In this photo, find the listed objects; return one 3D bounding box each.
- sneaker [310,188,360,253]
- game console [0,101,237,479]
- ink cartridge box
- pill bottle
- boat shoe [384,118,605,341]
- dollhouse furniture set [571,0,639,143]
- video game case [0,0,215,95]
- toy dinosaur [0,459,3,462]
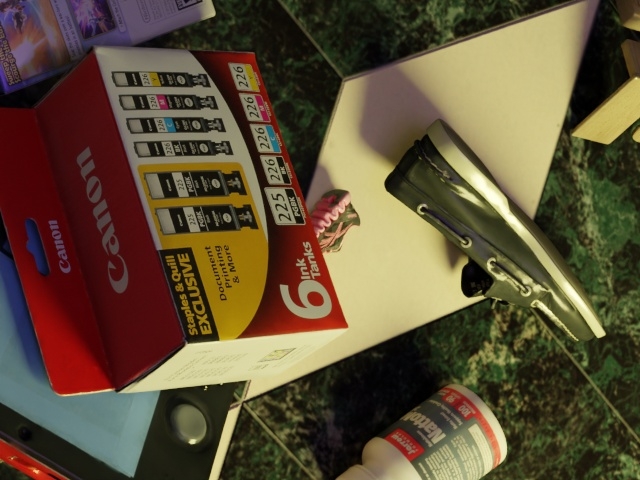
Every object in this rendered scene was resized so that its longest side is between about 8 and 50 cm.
[{"bbox_3d":[0.000,0.000,1.885,0.119,0.047,0.057,-45,124,-17],"label":"sneaker"},{"bbox_3d":[-0.242,0.065,1.635,0.386,0.060,0.342,35,49,-21],"label":"game console"},{"bbox_3d":[-0.153,-0.021,1.644,0.271,0.130,0.310,-4,67,-42],"label":"ink cartridge box"},{"bbox_3d":[0.109,0.250,1.923,0.180,0.108,0.108,-33,108,-23],"label":"pill bottle"},{"bbox_3d":[0.195,0.015,1.954,0.113,0.127,0.340,-38,122,10],"label":"boat shoe"},{"bbox_3d":[0.382,-0.207,2.082,0.144,0.123,0.151,11,54,-29],"label":"dollhouse furniture set"},{"bbox_3d":[-0.259,-0.310,1.707,0.244,0.061,0.270,-25,105,-26],"label":"video game case"},{"bbox_3d":[-0.309,0.143,1.683,0.313,0.121,0.160,-44,99,-23],"label":"toy dinosaur"}]
